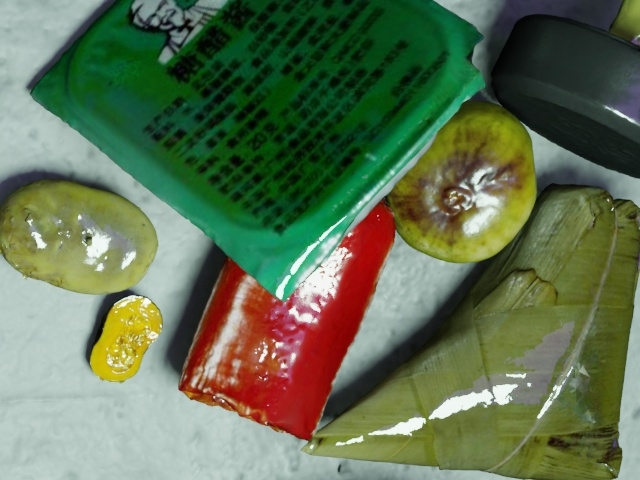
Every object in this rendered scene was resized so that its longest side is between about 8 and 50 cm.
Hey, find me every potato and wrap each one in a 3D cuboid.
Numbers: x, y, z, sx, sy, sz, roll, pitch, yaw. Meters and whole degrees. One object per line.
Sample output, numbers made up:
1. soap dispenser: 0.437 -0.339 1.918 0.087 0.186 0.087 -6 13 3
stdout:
1. potato: -0.208 -0.003 1.636 0.138 0.070 0.091 17 84 -23

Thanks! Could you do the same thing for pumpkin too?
1. pumpkin: -0.172 0.082 1.682 0.050 0.028 0.083 28 94 -23

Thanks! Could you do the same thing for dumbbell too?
1. dumbbell: 0.306 -0.233 1.738 0.204 0.204 0.322 29 85 -21

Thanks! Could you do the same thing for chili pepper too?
1. chili pepper: -0.003 -0.001 1.684 0.134 0.131 0.338 20 87 19

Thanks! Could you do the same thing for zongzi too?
1. zongzi: 0.139 0.074 1.736 0.300 0.145 0.274 8 91 -24

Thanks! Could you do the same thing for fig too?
1. fig: 0.126 -0.055 1.725 0.136 0.121 0.153 38 74 4

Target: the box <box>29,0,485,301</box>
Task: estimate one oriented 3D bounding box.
1. box: -0.038 -0.114 1.593 0.264 0.337 0.106 -46 143 -8
